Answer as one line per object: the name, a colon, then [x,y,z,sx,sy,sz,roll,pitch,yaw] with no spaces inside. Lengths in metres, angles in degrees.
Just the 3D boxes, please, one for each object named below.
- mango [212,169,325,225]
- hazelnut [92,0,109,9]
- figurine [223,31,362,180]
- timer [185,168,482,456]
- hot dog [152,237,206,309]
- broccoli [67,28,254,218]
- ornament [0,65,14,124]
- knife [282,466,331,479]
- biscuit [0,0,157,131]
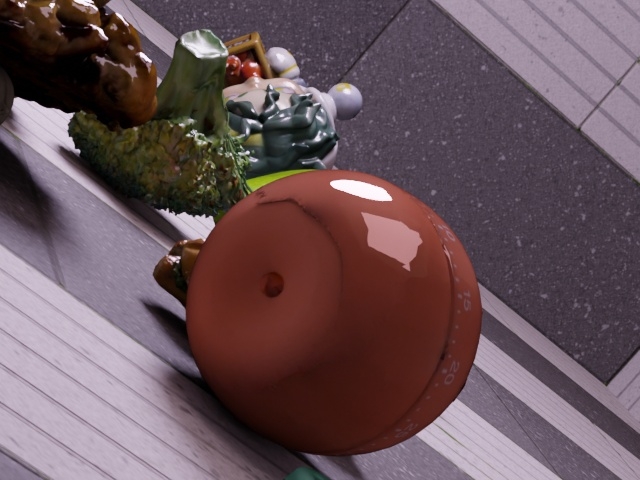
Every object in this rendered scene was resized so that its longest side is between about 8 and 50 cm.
mango: [0.000,0.000,2.163,0.192,0.156,0.343,43,13,37]
hazelnut: [-0.346,-0.420,2.223,0.366,0.366,0.366,40,6,-6]
figurine: [-0.075,-0.163,2.519,0.382,0.261,0.186,-101,164,-65]
timer: [0.012,0.059,1.521,0.229,0.230,0.215,45,9,32]
hot dog: [-0.046,0.091,1.681,0.249,0.068,0.100,44,-16,-17]
broccoli: [-0.151,-0.131,1.975,0.219,0.194,0.194,2,27,-28]
ornament: [-0.301,-0.122,1.588,0.081,0.075,0.156,19,2,8]
knife: [0.047,0.233,1.458,0.063,0.034,0.260,51,8,38]
biscuit: [-0.289,-0.197,1.657,0.334,0.081,0.289,25,-11,-12]
